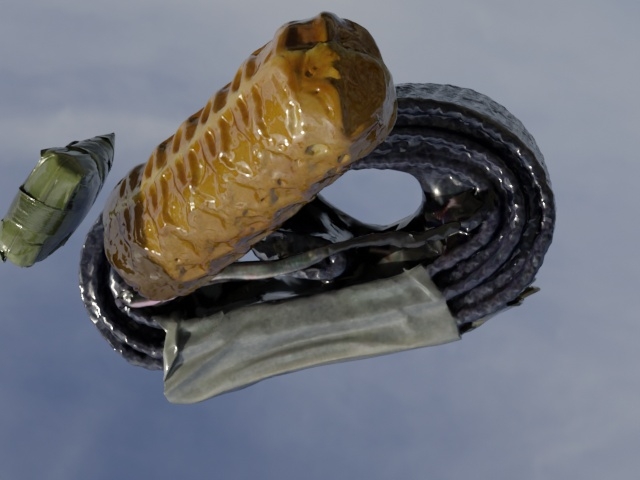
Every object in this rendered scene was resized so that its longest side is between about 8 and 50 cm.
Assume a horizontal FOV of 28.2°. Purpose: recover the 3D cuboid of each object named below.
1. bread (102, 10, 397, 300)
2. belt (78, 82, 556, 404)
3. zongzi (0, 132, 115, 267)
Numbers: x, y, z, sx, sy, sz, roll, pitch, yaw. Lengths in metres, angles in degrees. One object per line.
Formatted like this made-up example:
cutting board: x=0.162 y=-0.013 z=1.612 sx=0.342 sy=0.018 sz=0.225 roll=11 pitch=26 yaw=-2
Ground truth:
bread: x=-0.030 y=-0.024 z=0.438 sx=0.044 sy=0.157 sz=0.052 roll=-2 pitch=-111 yaw=-37
belt: x=0.000 y=0.000 z=0.624 sx=0.230 sy=0.139 sz=0.126 roll=-14 pitch=-175 yaw=12
zongzi: x=-0.212 y=-0.033 z=1.039 sx=0.055 sy=0.109 sz=0.119 roll=37 pitch=-162 yaw=-2
